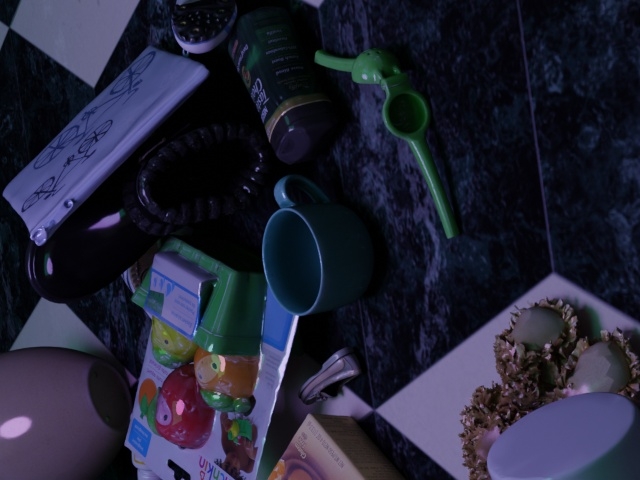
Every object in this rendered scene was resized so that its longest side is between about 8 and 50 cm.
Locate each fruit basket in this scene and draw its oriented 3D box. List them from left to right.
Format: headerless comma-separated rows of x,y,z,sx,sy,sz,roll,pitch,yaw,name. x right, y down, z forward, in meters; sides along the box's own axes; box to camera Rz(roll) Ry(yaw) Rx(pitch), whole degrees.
-0.167,0.179,1.602,0.327,0.165,0.353,26,99,50,fruit basket

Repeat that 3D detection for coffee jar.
-0.046,-0.189,1.448,0.184,0.079,0.096,65,154,21,coffee jar

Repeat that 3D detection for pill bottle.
-0.277,0.336,1.922,0.065,0.065,0.116,20,114,51,pill bottle
0.260,0.293,0.972,0.176,0.176,0.319,-8,111,55,pill bottle

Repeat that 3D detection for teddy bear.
0.225,0.224,1.166,0.245,0.113,0.338,6,95,47,teddy bear

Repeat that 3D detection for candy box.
0.053,0.376,1.401,0.316,0.087,0.183,45,112,39,candy box

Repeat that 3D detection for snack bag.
-0.290,-0.142,1.596,0.037,0.323,0.342,47,173,-24,snack bag

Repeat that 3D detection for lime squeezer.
0.073,-0.143,1.315,0.310,0.058,0.110,55,138,30,lime squeezer

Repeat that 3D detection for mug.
0.005,0.006,1.412,0.129,0.097,0.158,26,118,50,mug

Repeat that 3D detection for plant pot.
-0.431,0.297,1.997,0.190,0.284,0.284,-23,77,18,plant pot

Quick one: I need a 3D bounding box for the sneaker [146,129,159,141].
-0.267,-0.187,1.790,0.059,0.053,0.144,46,132,42,sneaker

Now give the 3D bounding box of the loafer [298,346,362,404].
0.012,0.182,1.495,0.039,0.045,0.125,57,137,19,loafer

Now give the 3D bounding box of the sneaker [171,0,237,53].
-0.147,-0.281,1.516,0.237,0.085,0.086,-96,1,-63,sneaker

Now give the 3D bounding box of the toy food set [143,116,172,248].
-0.246,-0.086,1.737,0.132,0.038,0.192,-47,-46,-77,toy food set

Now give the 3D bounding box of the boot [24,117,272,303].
-0.232,-0.036,1.517,0.131,0.348,0.260,48,173,-20,boot

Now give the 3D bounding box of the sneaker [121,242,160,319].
-0.289,0.040,1.841,0.282,0.099,0.153,59,147,19,sneaker
